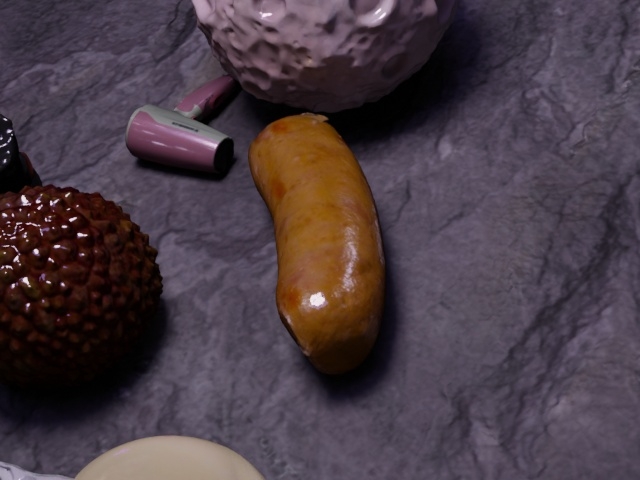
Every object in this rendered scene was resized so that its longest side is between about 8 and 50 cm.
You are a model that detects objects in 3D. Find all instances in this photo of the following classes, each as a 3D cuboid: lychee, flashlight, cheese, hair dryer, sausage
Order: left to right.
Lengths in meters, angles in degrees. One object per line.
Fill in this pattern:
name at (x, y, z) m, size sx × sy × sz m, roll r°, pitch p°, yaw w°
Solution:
flashlight at (-0.298, -0.061, 1.457) m, size 0.093 × 0.232 × 0.093 m, roll 2°, pitch 77°, yaw -8°
lychee at (-0.236, 0.032, 1.383) m, size 0.188 × 0.188 × 0.188 m, roll -9°, pitch 45°, yaw 9°
cheese at (-0.157, 0.204, 1.267) m, size 0.249 × 0.071 × 0.163 m, roll 27°, pitch 60°, yaw 37°
hair dryer at (-0.113, -0.131, 1.596) m, size 0.106 × 0.054 × 0.154 m, roll 14°, pitch 48°, yaw 23°
sausage at (0.001, 0.001, 1.396) m, size 0.109 × 0.109 × 0.270 m, roll -14°, pitch 44°, yaw 4°

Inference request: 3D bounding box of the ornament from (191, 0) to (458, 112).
ornament at (0.007, -0.243, 1.538) m, size 0.259 × 0.225 × 0.259 m, roll -8°, pitch 46°, yaw 9°
